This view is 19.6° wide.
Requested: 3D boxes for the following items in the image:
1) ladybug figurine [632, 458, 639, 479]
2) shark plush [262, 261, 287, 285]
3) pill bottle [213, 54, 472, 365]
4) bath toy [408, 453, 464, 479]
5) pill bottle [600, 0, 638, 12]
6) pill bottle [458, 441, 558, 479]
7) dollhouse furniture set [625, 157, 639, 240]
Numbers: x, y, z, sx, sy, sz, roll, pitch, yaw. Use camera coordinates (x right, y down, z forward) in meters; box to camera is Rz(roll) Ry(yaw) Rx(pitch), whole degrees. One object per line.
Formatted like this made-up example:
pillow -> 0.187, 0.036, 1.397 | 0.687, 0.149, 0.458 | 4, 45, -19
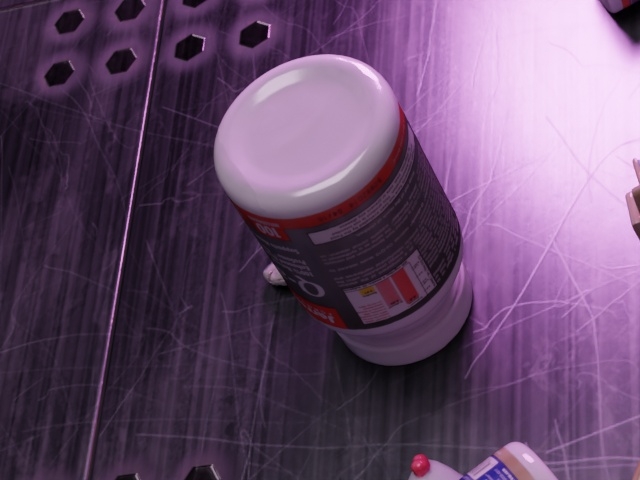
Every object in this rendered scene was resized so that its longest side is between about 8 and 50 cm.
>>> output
ladybug figurine -> 0.372, 0.280, 1.754 | 0.162, 0.305, 0.449 | 22, 42, 7
shark plush -> 0.000, 0.000, 2.291 | 0.161, 0.073, 0.067 | -47, 20, -6
pill bottle -> 0.040, -0.021, 2.079 | 0.210, 0.363, 0.210 | -12, 52, 16
bath toy -> 0.010, 0.326, 1.984 | 0.348, 0.129, 0.151 | -21, 38, 8
pill bottle -> 0.425, -0.376, 2.325 | 0.193, 0.108, 0.108 | -29, 49, 4
pill bottle -> 0.138, 0.335, 1.854 | 0.265, 0.153, 0.153 | -36, 49, -4
dollhouse furniture set -> 0.457, -0.191, 2.117 | 0.286, 0.198, 0.303 | -17, 50, 13
